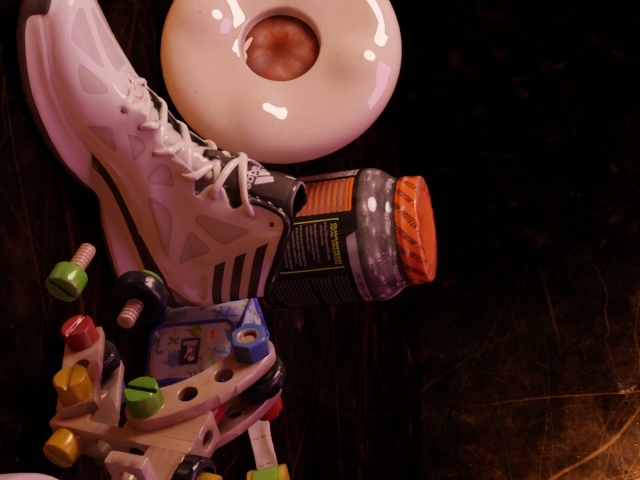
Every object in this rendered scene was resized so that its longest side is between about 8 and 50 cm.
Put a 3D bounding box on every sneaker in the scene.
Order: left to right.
[{"bbox_3d":[-0.155,-0.112,1.039,0.169,0.258,0.447,-74,152,-53],"label":"sneaker"}]

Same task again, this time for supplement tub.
[{"bbox_3d":[0.000,0.000,1.381,0.207,0.338,0.207,-6,90,-74],"label":"supplement tub"}]

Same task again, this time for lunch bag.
[{"bbox_3d":[-0.153,0.142,1.177,0.151,0.129,0.096,-69,148,-54],"label":"lunch bag"}]

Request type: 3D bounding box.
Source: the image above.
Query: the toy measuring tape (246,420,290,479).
[{"bbox_3d":[-0.090,0.371,1.360,0.121,0.121,0.330,10,66,-73],"label":"toy measuring tape"}]

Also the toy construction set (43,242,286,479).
[{"bbox_3d":[-0.192,0.216,0.908,0.237,0.258,0.308,-70,179,-46],"label":"toy construction set"}]

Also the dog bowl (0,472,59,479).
[{"bbox_3d":[-0.281,0.325,0.718,0.265,0.104,0.264,-6,90,-74],"label":"dog bowl"}]

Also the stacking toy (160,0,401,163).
[{"bbox_3d":[-0.055,-0.233,1.478,0.480,0.351,0.350,87,0,-76],"label":"stacking toy"}]
